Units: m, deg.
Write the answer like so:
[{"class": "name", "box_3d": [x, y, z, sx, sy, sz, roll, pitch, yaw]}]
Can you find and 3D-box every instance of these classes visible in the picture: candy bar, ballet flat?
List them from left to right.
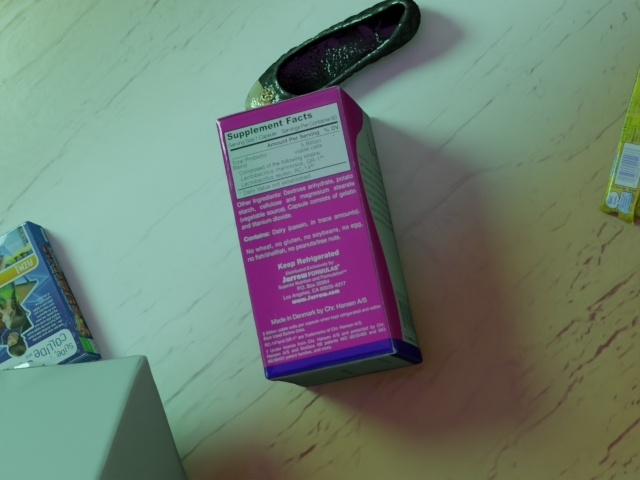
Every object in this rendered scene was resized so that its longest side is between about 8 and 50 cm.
[{"class": "ballet flat", "box_3d": [0.007, -0.158, 1.320, 0.173, 0.049, 0.057, -33, 75, 7]}, {"class": "candy bar", "box_3d": [0.263, -0.093, 1.263, 0.040, 0.018, 0.162, 14, 86, 19]}]

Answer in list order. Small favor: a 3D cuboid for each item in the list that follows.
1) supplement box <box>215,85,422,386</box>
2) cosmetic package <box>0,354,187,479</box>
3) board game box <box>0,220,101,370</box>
[{"class": "supplement box", "box_3d": [0.000, 0.000, 1.266, 0.113, 0.111, 0.220, -13, 78, 12]}, {"class": "cosmetic package", "box_3d": [-0.248, 0.264, 1.153, 0.217, 0.385, 0.156, -6, 122, 15]}, {"class": "board game box", "box_3d": [-0.310, 0.090, 1.369, 0.201, 0.035, 0.136, -28, 76, 8]}]
